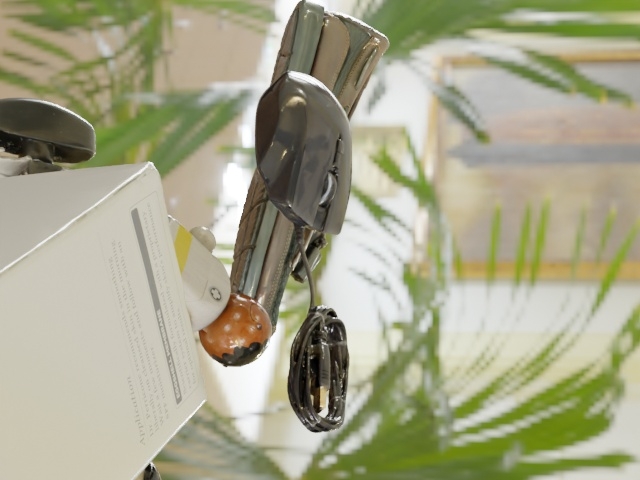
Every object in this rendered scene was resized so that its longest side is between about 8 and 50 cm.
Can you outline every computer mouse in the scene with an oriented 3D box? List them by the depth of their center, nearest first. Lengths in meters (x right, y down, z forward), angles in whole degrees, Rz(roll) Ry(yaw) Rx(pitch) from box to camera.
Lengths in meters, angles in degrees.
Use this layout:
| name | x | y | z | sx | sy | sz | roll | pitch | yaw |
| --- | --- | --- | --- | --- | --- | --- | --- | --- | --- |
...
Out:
| name | x | y | z | sx | sy | sz | roll | pitch | yaw |
| --- | --- | --- | --- | --- | --- | --- | --- | --- | --- |
| computer mouse | 0.000 | 0.000 | 0.963 | 0.071 | 0.041 | 0.242 | 30 | 47 | -51 |

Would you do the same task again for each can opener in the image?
| name | x | y | z | sx | sy | sz | roll | pitch | yaw |
| --- | --- | --- | --- | --- | --- | --- | --- | --- | --- |
| can opener | -0.314 | -0.083 | 1.278 | 0.280 | 0.074 | 0.093 | 13 | 60 | -36 |

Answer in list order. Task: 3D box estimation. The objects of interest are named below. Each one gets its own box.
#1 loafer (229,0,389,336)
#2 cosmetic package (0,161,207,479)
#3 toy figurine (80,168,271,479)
| name | x | y | z | sx | sy | sz | roll | pitch | yaw |
| --- | --- | --- | --- | --- | --- | --- | --- | --- | --- |
| loafer | -0.007 | -0.052 | 1.212 | 0.096 | 0.084 | 0.267 | 145 | -42 | -73 |
| cosmetic package | -0.205 | 0.068 | 0.746 | 0.225 | 0.224 | 0.138 | -44 | 126 | -64 |
| toy figurine | -0.148 | 0.074 | 1.076 | 0.148 | 0.213 | 0.209 | 45 | 76 | -27 |
